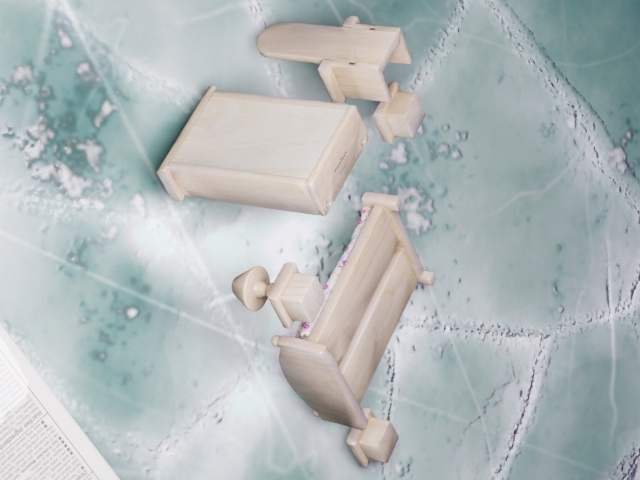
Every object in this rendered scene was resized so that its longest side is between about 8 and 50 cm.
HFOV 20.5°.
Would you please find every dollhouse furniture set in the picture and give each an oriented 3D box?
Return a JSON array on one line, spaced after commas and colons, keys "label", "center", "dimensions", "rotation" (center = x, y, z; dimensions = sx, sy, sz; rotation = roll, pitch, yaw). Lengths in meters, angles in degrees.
[{"label": "dollhouse furniture set", "center": [0.000, 0.000, 1.800], "dimensions": [0.303, 0.174, 0.355], "rotation": [-62, 145, -30]}]

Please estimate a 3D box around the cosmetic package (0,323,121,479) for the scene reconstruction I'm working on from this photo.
[{"label": "cosmetic package", "center": [-0.285, 0.220, 1.588], "dimensions": [0.160, 0.113, 0.309], "rotation": [-41, 109, -24]}]
